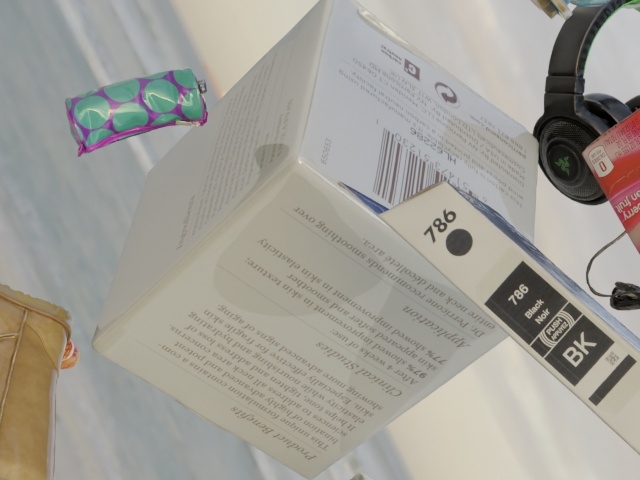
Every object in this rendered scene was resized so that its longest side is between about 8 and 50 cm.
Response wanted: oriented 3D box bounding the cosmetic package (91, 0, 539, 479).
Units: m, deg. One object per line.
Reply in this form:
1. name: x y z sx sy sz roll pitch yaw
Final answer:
1. cosmetic package: 0.000 0.000 1.769 0.329 0.394 0.327 34 38 -21

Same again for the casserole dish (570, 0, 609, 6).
1. casserole dish: 0.261 -0.304 1.478 0.114 0.037 0.188 49 -38 14

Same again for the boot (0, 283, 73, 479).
1. boot: -0.401 0.165 1.737 0.089 0.236 0.269 119 -19 -44

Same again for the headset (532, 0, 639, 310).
1. headset: 0.389 -0.108 1.845 0.185 0.243 0.394 11 -78 51

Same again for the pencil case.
1. pencil case: -0.197 -0.140 1.648 0.064 0.152 0.070 97 -25 -67

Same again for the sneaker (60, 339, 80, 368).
1. sneaker: -0.397 0.137 1.974 0.067 0.175 0.064 78 29 -67

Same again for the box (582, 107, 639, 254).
1. box: 0.314 -0.074 0.987 0.257 0.123 0.128 -39 -106 45

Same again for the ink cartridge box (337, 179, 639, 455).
1. ink cartridge box: 0.171 0.048 1.208 0.333 0.065 0.165 42 8 22

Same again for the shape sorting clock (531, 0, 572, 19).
1. shape sorting clock: 0.110 -0.237 1.138 0.206 0.040 0.206 47 8 -9

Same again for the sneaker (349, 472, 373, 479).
1. sneaker: 0.103 0.342 1.661 0.161 0.102 0.282 24 -1 -13
